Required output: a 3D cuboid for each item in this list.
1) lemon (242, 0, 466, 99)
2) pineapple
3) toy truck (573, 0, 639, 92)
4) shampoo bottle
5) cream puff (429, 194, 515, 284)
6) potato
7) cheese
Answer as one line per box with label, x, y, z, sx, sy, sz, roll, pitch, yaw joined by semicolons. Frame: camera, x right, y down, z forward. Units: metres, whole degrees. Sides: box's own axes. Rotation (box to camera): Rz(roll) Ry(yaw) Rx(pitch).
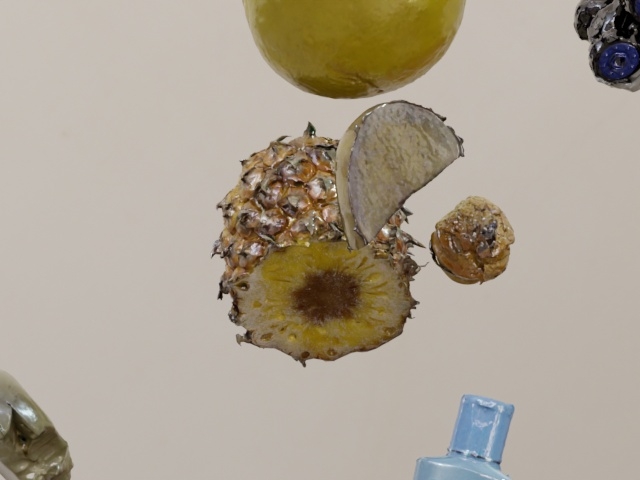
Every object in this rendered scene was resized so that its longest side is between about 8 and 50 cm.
lemon;0.052;-0.366;2.028;0.348;0.348;0.348;39;-2;2
pineapple;-0.003;-0.001;2.233;0.352;0.352;0.300;41;34;-40
toy truck;0.457;-0.299;1.890;0.177;0.213;0.161;19;33;-15
shampoo bottle;0.124;0.271;1.295;0.103;0.259;0.061;13;-10;15
cream puff;0.223;-0.002;2.033;0.119;0.133;0.104;21;-15;7
potato;0.071;-0.097;1.868;0.138;0.243;0.098;54;-37;-10
cheese;-0.398;0.243;1.796;0.175;0.091;0.202;45;-17;13
